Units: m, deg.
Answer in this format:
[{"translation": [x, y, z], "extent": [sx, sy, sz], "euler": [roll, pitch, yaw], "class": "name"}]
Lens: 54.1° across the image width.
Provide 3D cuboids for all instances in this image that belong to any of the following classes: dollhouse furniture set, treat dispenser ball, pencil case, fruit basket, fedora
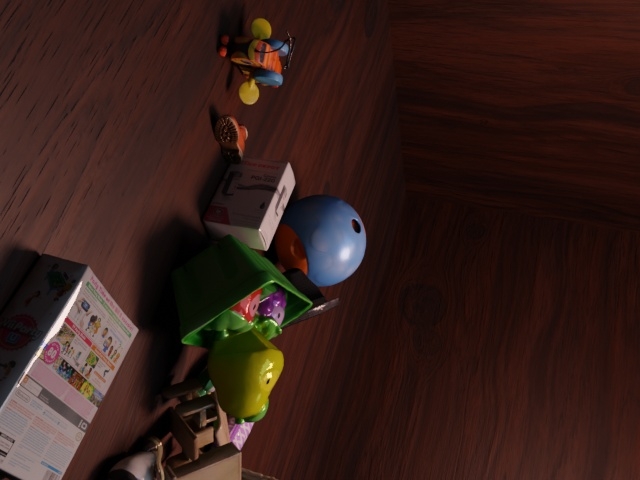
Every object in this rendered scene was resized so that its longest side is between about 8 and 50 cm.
[{"translation": [-0.308, 0.477, 1.417], "extent": [0.161, 0.242, 0.212], "euler": [-12, 116, -34], "class": "dollhouse furniture set"}, {"translation": [0.000, 0.000, 1.963], "extent": [0.288, 0.288, 0.288], "euler": [10, 90, -74], "class": "treat dispenser ball"}, {"translation": [-0.251, 0.560, 1.820], "extent": [0.088, 0.086, 0.206], "euler": [-48, -170, 42], "class": "pencil case"}, {"translation": [-0.163, 0.216, 1.463], "extent": [0.392, 0.282, 0.392], "euler": [56, 4, -6], "class": "fruit basket"}, {"translation": [-0.111, 0.171, 1.805], "extent": [0.153, 0.334, 0.334], "euler": [68, 17, 4], "class": "fedora"}]

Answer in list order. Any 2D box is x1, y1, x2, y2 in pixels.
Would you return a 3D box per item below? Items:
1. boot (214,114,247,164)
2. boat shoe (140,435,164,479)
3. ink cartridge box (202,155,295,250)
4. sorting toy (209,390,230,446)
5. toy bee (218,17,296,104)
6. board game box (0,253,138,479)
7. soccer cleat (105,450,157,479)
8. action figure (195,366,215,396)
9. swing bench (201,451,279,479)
[{"translation": [-0.212, -0.264, 1.514], "extent": [0.158, 0.059, 0.085], "euler": [87, 16, -62], "class": "boot"}, {"translation": [-0.387, 0.512, 1.413], "extent": [0.049, 0.056, 0.152], "euler": [-29, 128, -52], "class": "boat shoe"}, {"translation": [-0.173, -0.098, 1.553], "extent": [0.092, 0.158, 0.218], "euler": [77, 28, -53], "class": "ink cartridge box"}, {"translation": [-0.272, 0.480, 1.692], "extent": [0.208, 0.038, 0.193], "euler": [-105, -173, -48], "class": "sorting toy"}, {"translation": [-0.156, -0.443, 1.475], "extent": [0.298, 0.162, 0.195], "euler": [125, -25, -66], "class": "toy bee"}, {"translation": [-0.433, 0.211, 0.990], "extent": [0.224, 0.097, 0.303], "euler": [79, 29, -54], "class": "board game box"}, {"translation": [-0.394, 0.608, 1.326], "extent": [0.143, 0.116, 0.331], "euler": [-30, 129, -73], "class": "soccer cleat"}, {"translation": [-0.263, 0.345, 1.625], "extent": [0.232, 0.137, 0.064], "euler": [-40, 114, -51], "class": "action figure"}, {"translation": [-0.256, 0.700, 1.579], "extent": [0.165, 0.253, 0.255], "euler": [83, 26, -49], "class": "swing bench"}]
